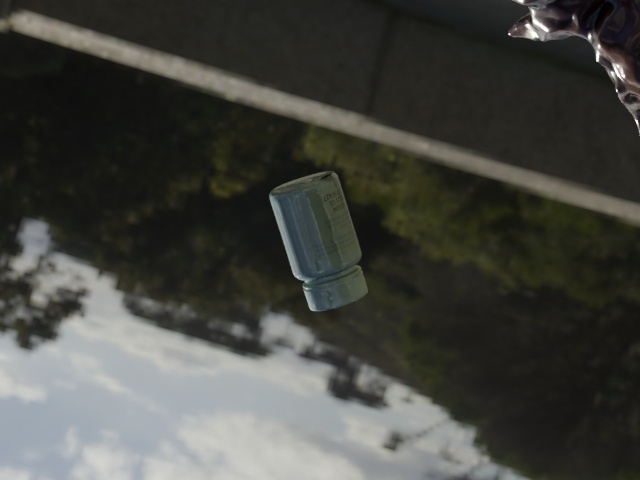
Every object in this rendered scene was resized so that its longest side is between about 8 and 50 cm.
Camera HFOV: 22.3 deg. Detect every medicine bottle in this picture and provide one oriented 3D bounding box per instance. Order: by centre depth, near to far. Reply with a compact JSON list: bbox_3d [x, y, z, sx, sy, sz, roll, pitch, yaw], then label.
[{"bbox_3d":[0.000,0.000,1.048,0.047,0.083,0.047,-17,-169,3],"label":"medicine bottle"}]

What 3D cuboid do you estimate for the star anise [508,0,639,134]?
[{"bbox_3d":[0.218,-0.188,1.081,0.349,0.109,0.292,38,154,-6],"label":"star anise"}]
